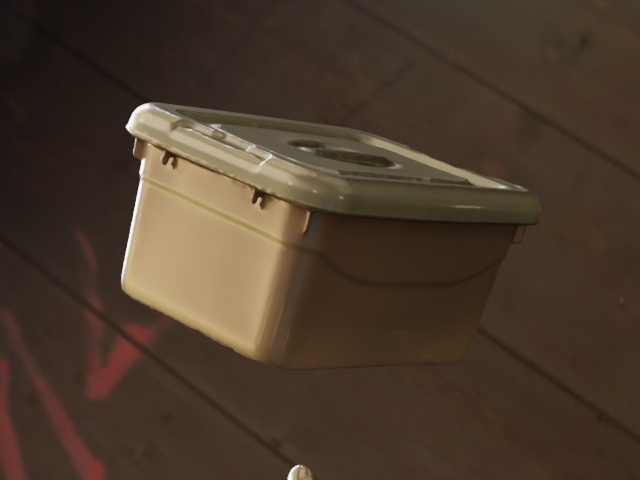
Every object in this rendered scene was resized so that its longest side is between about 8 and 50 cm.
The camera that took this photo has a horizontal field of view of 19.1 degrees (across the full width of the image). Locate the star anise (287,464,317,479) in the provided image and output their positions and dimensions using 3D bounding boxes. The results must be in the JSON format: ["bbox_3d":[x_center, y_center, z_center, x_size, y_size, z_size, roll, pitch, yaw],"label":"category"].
[{"bbox_3d":[-0.083,0.207,0.749,0.227,0.148,0.218,-10,-127,-14],"label":"star anise"}]

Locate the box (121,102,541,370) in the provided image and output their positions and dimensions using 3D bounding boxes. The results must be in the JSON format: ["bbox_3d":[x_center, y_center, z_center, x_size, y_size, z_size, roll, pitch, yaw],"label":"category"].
[{"bbox_3d":[0.000,0.000,0.600,0.089,0.122,0.062,23,-78,38],"label":"box"}]
